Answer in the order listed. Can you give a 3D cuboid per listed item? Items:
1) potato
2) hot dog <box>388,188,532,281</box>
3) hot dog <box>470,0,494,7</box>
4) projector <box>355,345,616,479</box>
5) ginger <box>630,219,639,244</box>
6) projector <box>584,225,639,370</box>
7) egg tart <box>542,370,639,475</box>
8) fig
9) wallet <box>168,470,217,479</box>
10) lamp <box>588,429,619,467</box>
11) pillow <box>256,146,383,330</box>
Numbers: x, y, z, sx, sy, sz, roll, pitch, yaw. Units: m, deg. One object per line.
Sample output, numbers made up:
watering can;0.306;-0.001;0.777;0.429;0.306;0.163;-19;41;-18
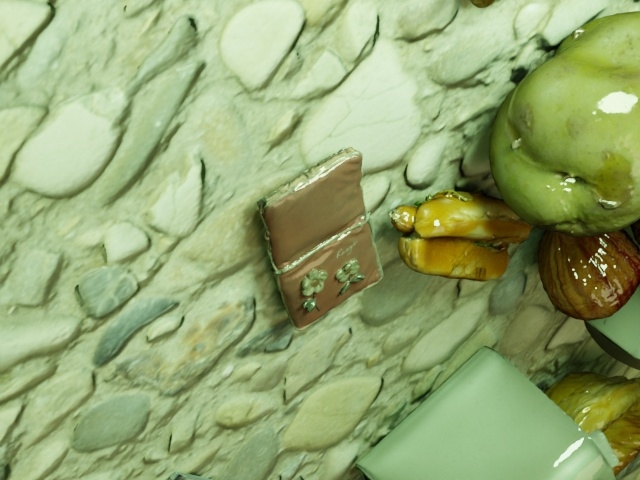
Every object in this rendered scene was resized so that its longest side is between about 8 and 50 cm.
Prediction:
potato;0.343;-0.145;1.755;0.351;0.202;0.218;-35;144;-14
hot dog;0.160;-0.008;1.824;0.269;0.072;0.109;10;117;-57
hot dog;0.180;-0.285;1.540;0.090;0.060;0.140;-28;139;-21
projector;0.228;0.329;2.123;0.249;0.248;0.248;-42;150;-8
ginger;0.443;-0.077;1.975;0.165;0.172;0.321;-56;134;-34
projector;0.478;0.060;2.210;0.177;0.163;0.242;7;116;-53
egg tart;0.383;0.301;2.407;0.319;0.128;0.319;-31;148;-22
fig;0.316;0.000;2.009;0.134;0.146;0.201;-40;113;1
wallet;-0.147;0.327;1.882;0.103;0.020;0.196;-51;149;6
lamp;0.366;0.343;2.288;0.050;0.056;0.198;-24;158;-33
pillow;0.000;0.000;1.661;0.126;0.043;0.232;-36;147;-16
